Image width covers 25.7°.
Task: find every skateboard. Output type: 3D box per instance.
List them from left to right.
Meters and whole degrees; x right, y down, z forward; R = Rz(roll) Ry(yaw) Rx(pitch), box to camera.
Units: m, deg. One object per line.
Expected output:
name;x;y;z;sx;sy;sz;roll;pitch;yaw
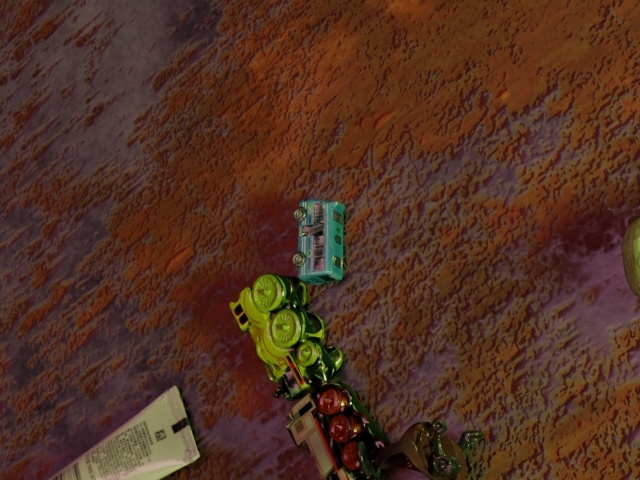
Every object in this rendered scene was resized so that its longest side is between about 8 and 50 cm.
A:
skateboard;0.089;0.190;1.212;0.080;0.151;0.067;-13;67;20

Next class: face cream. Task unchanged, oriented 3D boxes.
face cream;-0.234;0.250;1.465;0.243;0.058;0.092;-34;53;13

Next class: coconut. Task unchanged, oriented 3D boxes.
coconut;0.299;0.019;1.172;0.087;0.088;0.096;-21;80;26

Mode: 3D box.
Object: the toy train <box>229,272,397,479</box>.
toy train;-0.009;0.139;1.354;0.085;0.053;0.250;-45;56;23

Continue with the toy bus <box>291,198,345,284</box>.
toy bus;0.000;0.000;1.401;0.046;0.038;0.083;-7;72;26
